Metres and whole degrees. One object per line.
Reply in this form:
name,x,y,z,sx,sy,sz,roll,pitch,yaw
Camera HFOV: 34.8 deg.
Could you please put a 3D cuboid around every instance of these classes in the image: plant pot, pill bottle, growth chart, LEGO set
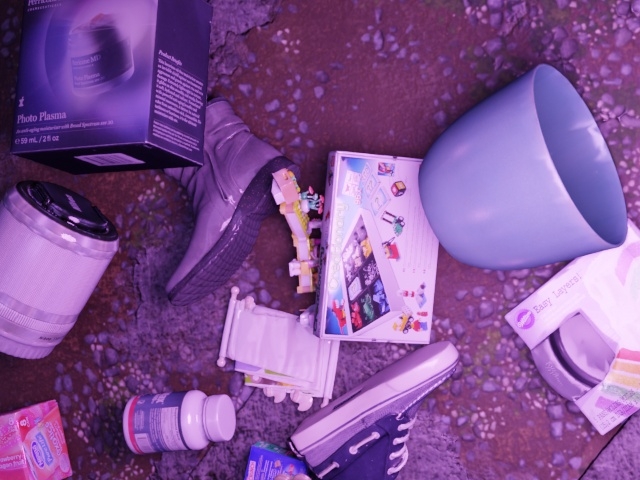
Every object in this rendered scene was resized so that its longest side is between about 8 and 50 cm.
plant pot,0.293,-0.086,1.557,0.235,0.293,0.293,-25,83,30
pill bottle,-0.249,0.322,1.818,0.180,0.108,0.108,-8,88,17
growth chart,-0.075,0.198,1.807,0.237,0.021,0.172,18,97,17
LEGO set,0.000,0.000,1.722,0.107,0.132,0.287,-4,112,13

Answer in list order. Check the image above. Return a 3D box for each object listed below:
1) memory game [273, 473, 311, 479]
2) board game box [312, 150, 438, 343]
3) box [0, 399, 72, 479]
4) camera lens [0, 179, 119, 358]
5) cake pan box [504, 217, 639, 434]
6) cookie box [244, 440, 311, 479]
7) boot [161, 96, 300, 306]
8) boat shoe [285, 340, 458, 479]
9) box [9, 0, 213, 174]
memory game,-0.018,0.469,1.748,0.186,0.012,0.186,14,128,18
board game box,0.097,0.013,1.683,0.193,0.053,0.305,5,92,-16
box,-0.643,0.409,1.927,0.300,0.142,0.154,-13,86,17
camera lens,-0.510,0.046,1.839,0.219,0.219,0.274,35,100,14
cake pan box,0.461,0.136,1.612,0.267,0.070,0.245,-40,77,15
cookie box,-0.075,0.413,1.799,0.107,0.040,0.091,14,96,17
boot,-0.208,-0.068,1.813,0.223,0.118,0.338,41,95,20
boat shoe,0.117,0.308,1.699,0.340,0.127,0.158,-34,92,24
box,-0.361,-0.281,1.768,0.296,0.183,0.294,-2,79,26
